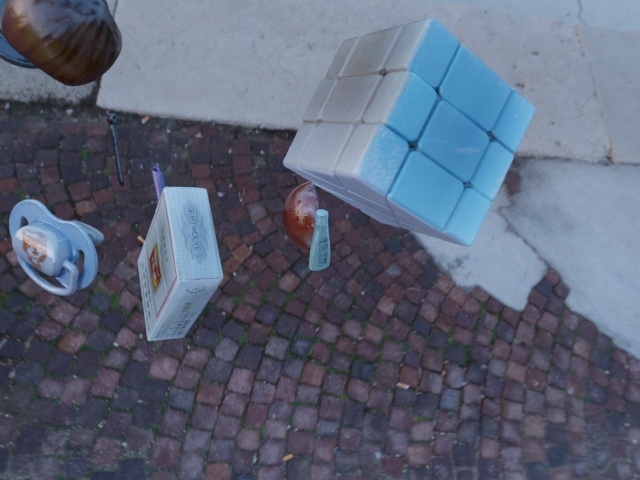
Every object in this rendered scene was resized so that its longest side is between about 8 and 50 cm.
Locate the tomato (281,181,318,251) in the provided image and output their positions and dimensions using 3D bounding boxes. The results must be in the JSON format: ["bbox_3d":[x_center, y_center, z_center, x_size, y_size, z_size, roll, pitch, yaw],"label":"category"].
[{"bbox_3d":[-0.062,-0.067,1.708,0.112,0.199,0.227,-3,106,-5],"label":"tomato"}]

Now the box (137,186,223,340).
[{"bbox_3d":[-0.311,0.059,1.193,0.095,0.330,0.210,-1,62,-30],"label":"box"}]

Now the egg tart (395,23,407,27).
[{"bbox_3d":[0.225,-0.515,1.543,0.241,0.105,0.240,-7,55,10],"label":"egg tart"}]

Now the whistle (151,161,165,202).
[{"bbox_3d":[-0.477,-0.147,1.662,0.033,0.033,0.176,-10,79,-16],"label":"whistle"}]

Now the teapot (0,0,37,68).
[{"bbox_3d":[-0.824,-0.585,1.474,0.322,0.239,0.239,16,88,-30],"label":"teapot"}]

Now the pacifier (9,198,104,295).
[{"bbox_3d":[-0.657,0.008,1.432,0.279,0.227,0.207,28,33,11],"label":"pacifier"}]

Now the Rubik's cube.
[{"bbox_3d":[0.170,-0.209,1.134,0.322,0.319,0.315,29,87,-30],"label":"Rubik's cube"}]

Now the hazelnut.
[{"bbox_3d":[-0.501,-0.417,1.091,0.210,0.210,0.186,-24,39,-20],"label":"hazelnut"}]

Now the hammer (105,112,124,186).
[{"bbox_3d":[-0.486,-0.213,1.328,0.021,0.178,0.065,-17,25,-39],"label":"hammer"}]

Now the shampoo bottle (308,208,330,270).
[{"bbox_3d":[0.000,0.000,1.602,0.069,0.190,0.041,-16,39,-24],"label":"shampoo bottle"}]
